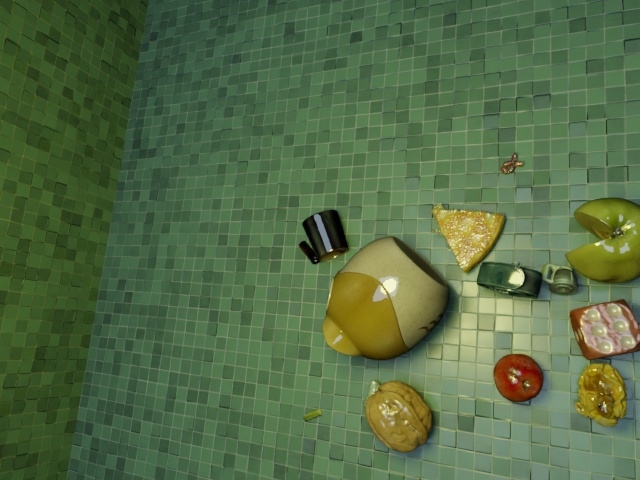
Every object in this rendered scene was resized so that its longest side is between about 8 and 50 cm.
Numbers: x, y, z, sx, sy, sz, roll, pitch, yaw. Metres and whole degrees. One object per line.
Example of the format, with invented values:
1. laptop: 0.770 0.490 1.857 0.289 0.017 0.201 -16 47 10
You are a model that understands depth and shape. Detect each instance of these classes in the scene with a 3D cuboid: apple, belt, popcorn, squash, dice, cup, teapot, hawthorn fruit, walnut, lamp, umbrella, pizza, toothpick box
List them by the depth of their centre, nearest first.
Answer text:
1. popcorn: 0.923 0.510 1.592 0.140 0.163 0.194 8 49 7
2. dice: 0.937 0.297 1.608 0.174 0.179 0.174 -17 74 20
3. apple: 0.965 -0.002 1.622 0.292 0.254 0.291 -4 79 19
4. hawthorn fruit: 0.683 0.475 1.687 0.173 0.173 0.172 -6 76 23
5. belt: 0.670 0.134 1.718 0.207 0.267 0.116 15 84 2
6. teapot: 0.852 0.129 1.725 0.092 0.124 0.090 -22 42 48
7. walnut: 0.294 0.650 1.795 0.257 0.257 0.224 36 56 27
8. toothpick box: 0.225 0.227 1.819 0.425 0.409 0.409 -50 64 13
9. lamp: 0.746 -0.298 1.912 0.083 0.031 0.063 -38 65 17
10. pizza: 0.561 -0.056 1.921 0.280 0.075 0.288 -48 62 3
11. umbrella: 0.206 0.626 1.929 0.067 0.062 0.143 -17 56 59
12. squash: -0.037 0.729 2.034 0.083 0.027 0.027 -26 69 18
13. cup: 0.016 -0.005 2.137 0.166 0.239 0.176 -14 74 -23
